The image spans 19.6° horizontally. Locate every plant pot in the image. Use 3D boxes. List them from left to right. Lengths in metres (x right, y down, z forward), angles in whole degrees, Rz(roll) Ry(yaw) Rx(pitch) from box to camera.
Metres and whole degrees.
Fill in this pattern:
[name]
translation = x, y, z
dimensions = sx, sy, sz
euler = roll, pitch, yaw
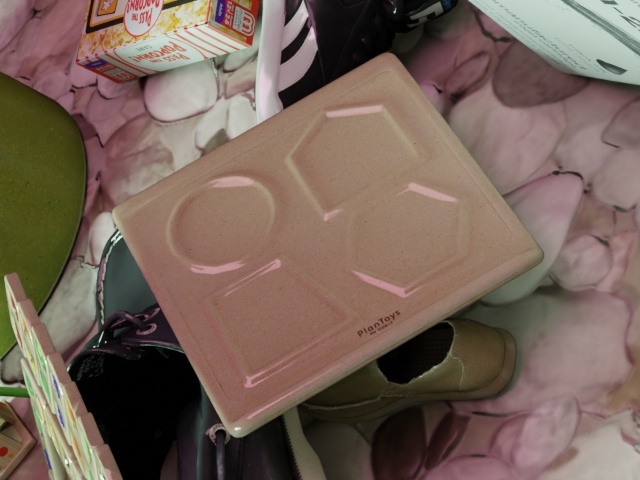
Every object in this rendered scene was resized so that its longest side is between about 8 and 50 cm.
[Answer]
[plant pot]
translation = -0.362, -0.058, 1.291
dimensions = 0.275, 0.293, 0.274
euler = -22, 51, 29

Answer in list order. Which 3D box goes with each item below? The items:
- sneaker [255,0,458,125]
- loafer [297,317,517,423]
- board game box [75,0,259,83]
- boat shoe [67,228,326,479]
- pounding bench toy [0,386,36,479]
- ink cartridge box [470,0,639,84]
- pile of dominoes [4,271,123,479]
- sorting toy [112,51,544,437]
[sneaker]
translation = 0.026, -0.120, 1.156
dimensions = 0.121, 0.079, 0.216
euler = -5, 74, 14
[loafer]
translation = 0.038, 0.065, 1.038
dimensions = 0.148, 0.050, 0.056
euler = -15, 54, 34
[board game box]
translation = -0.099, -0.220, 1.323
dimensions = 0.147, 0.045, 0.193
euler = -8, 67, 44
[boat shoe]
translation = -0.092, 0.096, 1.069
dimensions = 0.127, 0.113, 0.340
euler = -52, 40, 31
[pounding bench toy]
translation = -0.225, 0.115, 1.224
dimensions = 0.083, 0.065, 0.052
euler = -50, 42, 3
[ink cartridge box]
translation = 0.147, -0.171, 0.937
dimensions = 0.114, 0.197, 0.273
euler = -57, 22, -4
[pile of dominoes]
translation = -0.145, 0.144, 1.028
dimensions = 0.040, 0.196, 0.251
euler = -18, 33, -15
[sorting toy]
translation = 0.000, 0.000, 1.041
dimensions = 0.193, 0.038, 0.208
euler = -30, 46, -3
